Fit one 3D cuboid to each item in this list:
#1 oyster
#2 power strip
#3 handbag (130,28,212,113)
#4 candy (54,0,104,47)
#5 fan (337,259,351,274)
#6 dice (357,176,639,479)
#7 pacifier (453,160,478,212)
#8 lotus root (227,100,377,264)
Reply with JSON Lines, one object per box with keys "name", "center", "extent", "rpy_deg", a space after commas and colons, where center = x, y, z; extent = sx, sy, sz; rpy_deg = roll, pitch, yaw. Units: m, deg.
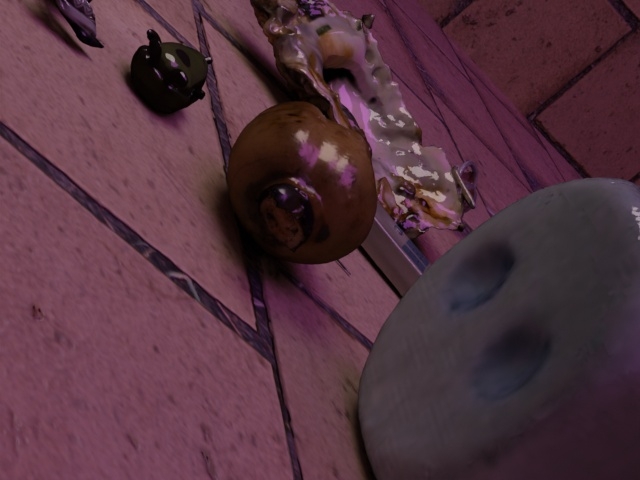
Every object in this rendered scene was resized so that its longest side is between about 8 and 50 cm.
{"name": "oyster", "center": [0.030, -0.144, 1.677], "extent": [0.201, 0.107, 0.355], "rpy_deg": [-20, 82, -54]}
{"name": "power strip", "center": [0.094, 0.037, 1.495], "extent": [0.192, 0.035, 0.081], "rpy_deg": [51, 14, 1]}
{"name": "handbag", "center": [-0.124, -0.142, 1.267], "extent": [0.072, 0.047, 0.111], "rpy_deg": [51, 16, 1]}
{"name": "candy", "center": [-0.197, -0.224, 1.253], "extent": [0.094, 0.051, 0.226], "rpy_deg": [48, 14, -20]}
{"name": "fan", "center": [-0.005, -0.003, 1.360], "extent": [0.080, 0.003, 0.060], "rpy_deg": [55, 15, 21]}
{"name": "dice", "center": [0.205, 0.134, 1.100], "extent": [0.268, 0.264, 0.262], "rpy_deg": [42, 17, -25]}
{"name": "pacifier", "center": [0.157, -0.070, 1.912], "extent": [0.078, 0.082, 0.099], "rpy_deg": [25, 2, 26]}
{"name": "lotus root", "center": [-0.015, -0.042, 1.206], "extent": [0.125, 0.118, 0.221], "rpy_deg": [15, 22, -3]}
